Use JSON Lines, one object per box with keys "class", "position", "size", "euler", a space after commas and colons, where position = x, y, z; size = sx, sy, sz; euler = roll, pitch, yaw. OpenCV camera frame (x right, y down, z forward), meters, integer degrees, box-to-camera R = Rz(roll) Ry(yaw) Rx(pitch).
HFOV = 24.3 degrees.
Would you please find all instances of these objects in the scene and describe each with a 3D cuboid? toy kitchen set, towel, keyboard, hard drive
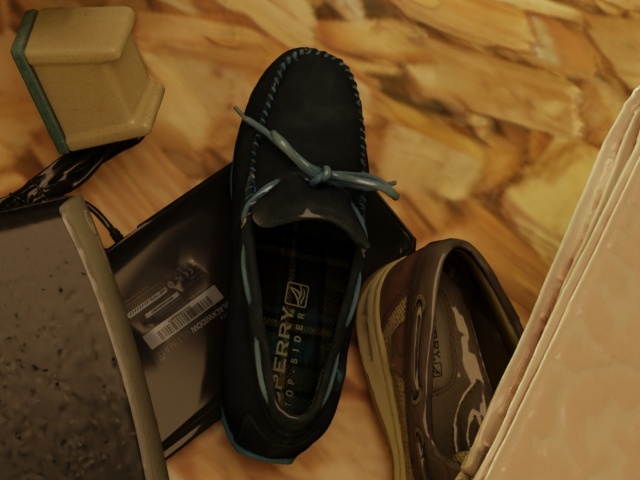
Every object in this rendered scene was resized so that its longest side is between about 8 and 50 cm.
{"class": "toy kitchen set", "position": [-0.161, -0.181, 0.909], "size": [0.122, 0.166, 0.207], "euler": [-4, 45, 16]}
{"class": "towel", "position": [0.249, 0.119, 0.878], "size": [0.332, 0.053, 0.317], "euler": [41, 62, -19]}
{"class": "keyboard", "position": [-0.110, 0.019, 0.902], "size": [0.317, 0.033, 0.201], "euler": [-36, 85, -25]}
{"class": "hard drive", "position": [-0.170, 0.112, 0.795], "size": [0.172, 0.054, 0.255], "euler": [-14, 88, -14]}

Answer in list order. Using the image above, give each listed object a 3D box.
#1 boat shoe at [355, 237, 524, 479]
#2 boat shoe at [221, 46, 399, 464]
{"class": "boat shoe", "position": [0.098, 0.134, 0.864], "size": [0.103, 0.092, 0.285], "euler": [-9, 73, -21]}
{"class": "boat shoe", "position": [0.000, 0.000, 0.875], "size": [0.109, 0.089, 0.258], "euler": [4, 71, -15]}
